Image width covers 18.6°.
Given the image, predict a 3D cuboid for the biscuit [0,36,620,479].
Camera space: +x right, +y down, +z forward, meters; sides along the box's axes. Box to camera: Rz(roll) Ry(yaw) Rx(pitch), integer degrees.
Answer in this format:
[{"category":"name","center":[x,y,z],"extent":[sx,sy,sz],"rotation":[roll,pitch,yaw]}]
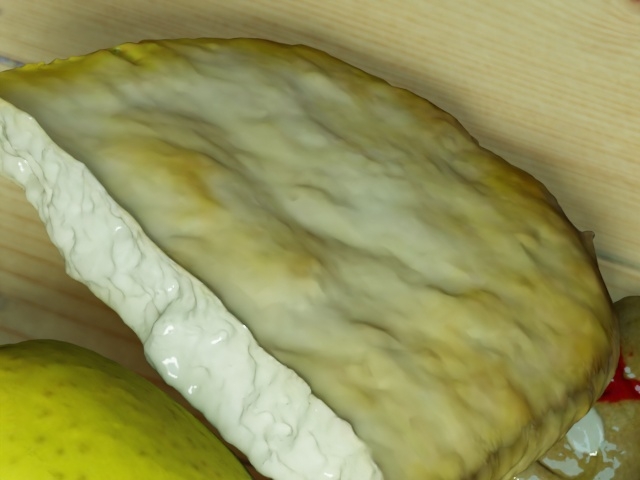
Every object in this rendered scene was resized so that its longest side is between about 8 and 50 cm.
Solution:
[{"category":"biscuit","center":[0.000,0.001,1.343],"extent":[0.429,0.104,0.446],"rotation":[37,31,18]}]

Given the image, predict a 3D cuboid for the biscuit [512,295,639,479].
[{"category":"biscuit","center":[0.155,0.124,1.438],"extent":[0.320,0.047,0.183],"rotation":[2,64,-5]}]

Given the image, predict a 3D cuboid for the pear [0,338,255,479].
[{"category":"pear","center":[-0.177,0.261,1.168],"extent":[0.362,0.362,0.418],"rotation":[-17,91,-14]}]
